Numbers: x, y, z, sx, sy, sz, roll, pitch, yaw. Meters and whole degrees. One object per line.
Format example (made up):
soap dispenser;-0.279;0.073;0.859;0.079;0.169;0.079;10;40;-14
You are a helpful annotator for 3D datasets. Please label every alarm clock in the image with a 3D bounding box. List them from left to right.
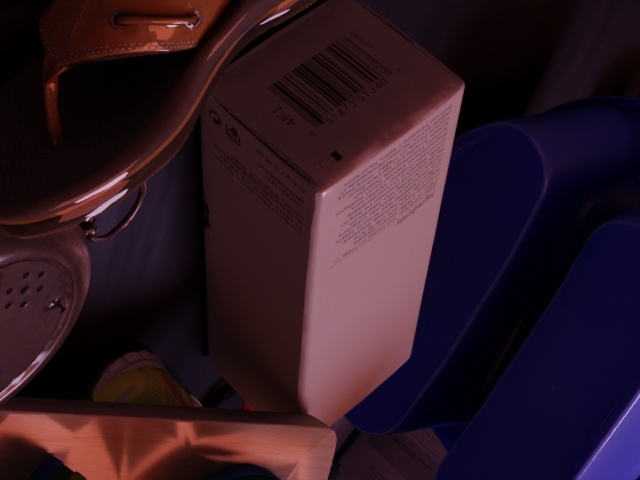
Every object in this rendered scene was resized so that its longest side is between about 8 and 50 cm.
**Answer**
alarm clock;-0.147;0.020;0.604;0.192;0.064;0.129;-36;154;-37

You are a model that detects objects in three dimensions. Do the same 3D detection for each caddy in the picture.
caddy;0.169;0.057;1.003;0.179;0.241;0.341;-11;137;-50

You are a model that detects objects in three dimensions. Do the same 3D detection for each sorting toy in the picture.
sorting toy;-0.106;0.221;0.725;0.257;0.089;0.255;9;98;-37

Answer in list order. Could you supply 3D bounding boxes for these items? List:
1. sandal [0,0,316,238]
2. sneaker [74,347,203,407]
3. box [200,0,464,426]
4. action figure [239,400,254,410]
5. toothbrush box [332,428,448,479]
sandal;-0.065;-0.092;0.547;0.219;0.090;0.060;-42;140;-13
sneaker;-0.089;0.130;0.832;0.081;0.094;0.208;-49;157;1
box;0.000;0.000;0.791;0.113;0.094;0.275;-37;155;-27
action figure;-0.040;0.108;0.960;0.115;0.030;0.038;-53;165;-23
toothbrush box;0.183;0.224;1.315;0.126;0.216;0.295;-55;156;15
